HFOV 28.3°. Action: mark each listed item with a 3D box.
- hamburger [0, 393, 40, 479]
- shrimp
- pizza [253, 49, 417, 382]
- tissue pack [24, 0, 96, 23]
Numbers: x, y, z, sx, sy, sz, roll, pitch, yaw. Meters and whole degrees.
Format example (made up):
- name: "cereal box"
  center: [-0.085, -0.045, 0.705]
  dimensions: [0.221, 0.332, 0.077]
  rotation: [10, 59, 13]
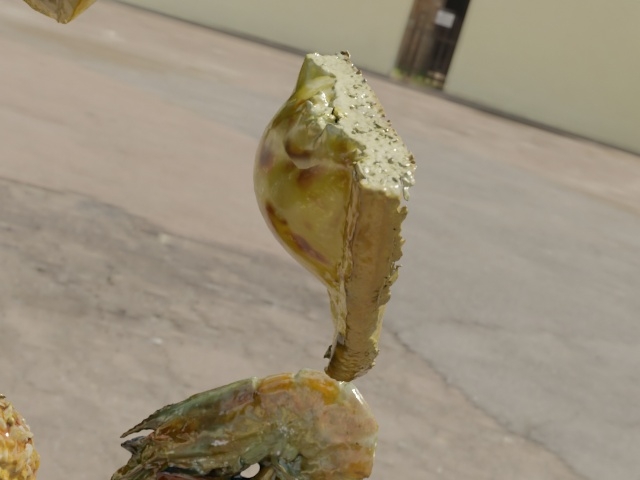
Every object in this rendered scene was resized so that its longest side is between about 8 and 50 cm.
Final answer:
- name: "hamburger"
  center: [-0.457, 0.225, 1.269]
  dimensions: [0.329, 0.250, 0.330]
  rotation: [17, -20, 6]
- name: "shrimp"
  center: [-0.061, 0.163, 0.936]
  dimensions: [0.217, 0.115, 0.051]
  rotation: [-13, -17, 12]
- name: "pizza"
  center: [-0.001, -0.009, 0.841]
  dimensions: [0.080, 0.204, 0.188]
  rotation: [-5, 40, -12]
- name: "tissue pack"
  center: [-0.176, -0.439, 1.233]
  dimensions: [0.228, 0.293, 0.382]
  rotation: [41, 52, -6]
